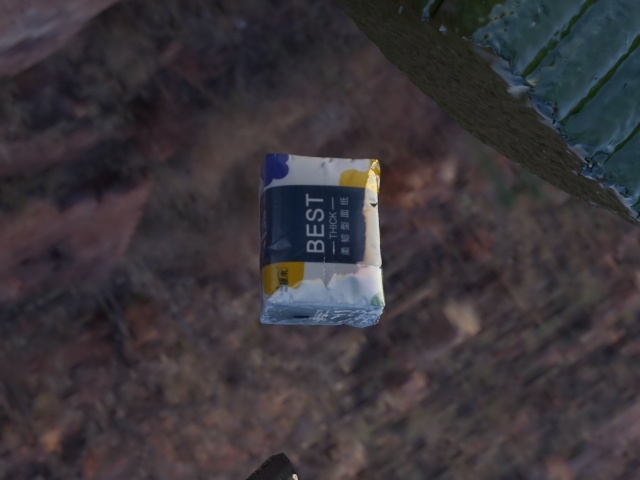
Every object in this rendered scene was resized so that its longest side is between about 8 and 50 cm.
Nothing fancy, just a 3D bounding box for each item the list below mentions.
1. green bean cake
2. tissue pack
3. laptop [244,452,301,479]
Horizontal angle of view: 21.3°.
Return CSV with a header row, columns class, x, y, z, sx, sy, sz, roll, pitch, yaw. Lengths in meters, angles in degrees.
class,x,y,z,sx,sy,sz,roll,pitch,yaw
green bean cake,0.136,-0.143,1.053,0.156,0.250,0.247,-50,127,-1
tissue pack,0.000,0.000,0.855,0.062,0.083,0.042,4,157,-9
laptop,0.001,0.220,1.013,0.016,0.180,0.129,-29,180,19
